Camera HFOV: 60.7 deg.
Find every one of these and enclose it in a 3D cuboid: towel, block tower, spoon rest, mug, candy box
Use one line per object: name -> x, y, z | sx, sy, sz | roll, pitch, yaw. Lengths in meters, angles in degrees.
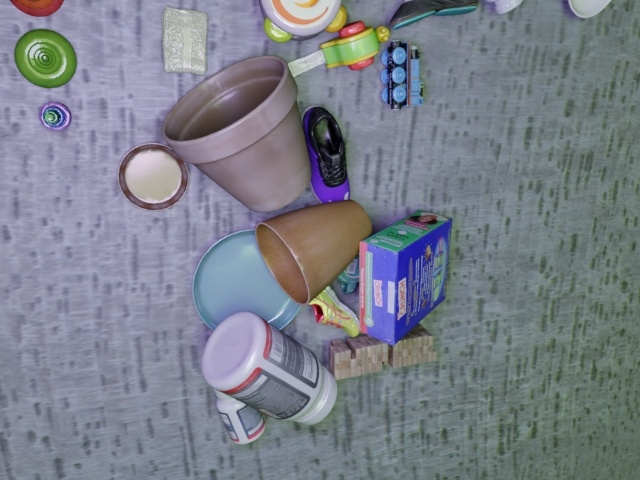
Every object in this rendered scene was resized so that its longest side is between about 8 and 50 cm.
towel -> -0.324, -0.473, 1.304 | 0.109, 0.027, 0.148 | 0, 104, -18
block tower -> 0.186, 0.334, 1.662 | 0.335, 0.091, 0.097 | -5, 107, -18
spoon rest -> 0.835, -0.759, 1.595 | 0.276, 0.084, 0.137 | -35, 112, -8
mug -> 0.089, 0.068, 1.552 | 0.129, 0.097, 0.158 | -37, 112, -7
candy box -> 0.236, 0.091, 1.504 | 0.317, 0.122, 0.268 | -27, 124, -49

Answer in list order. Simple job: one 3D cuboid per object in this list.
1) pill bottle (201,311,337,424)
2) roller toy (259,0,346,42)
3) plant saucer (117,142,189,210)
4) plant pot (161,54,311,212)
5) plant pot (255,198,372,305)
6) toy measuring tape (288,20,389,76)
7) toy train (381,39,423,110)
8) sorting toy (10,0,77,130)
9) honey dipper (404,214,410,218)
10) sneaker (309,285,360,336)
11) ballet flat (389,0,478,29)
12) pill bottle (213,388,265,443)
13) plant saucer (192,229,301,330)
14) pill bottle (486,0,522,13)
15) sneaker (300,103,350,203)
pill bottle -> -0.124, 0.358, 1.470 | 0.210, 0.210, 0.363 | -49, 128, -1
roller toy -> -0.048, -0.582, 1.304 | 0.209, 0.146, 0.191 | -15, 104, -4
plant saucer -> -0.414, -0.158, 1.357 | 0.168, 0.029, 0.169 | -5, 107, -17
plant pot -> -0.160, -0.230, 1.300 | 0.323, 0.323, 0.280 | -38, 129, -6
plant pot -> 0.000, 0.000, 1.408 | 0.254, 0.237, 0.237 | -32, 113, -22
toy measuring tape -> 0.037, -0.468, 1.380 | 0.330, 0.121, 0.122 | -26, 111, -11
toy train -> 0.223, -0.445, 1.475 | 0.105, 0.080, 0.184 | -9, 105, -26
sorting toy -> -0.600, -0.418, 1.171 | 0.126, 0.126, 0.366 | -7, 106, -17
honey dipper -> 0.205, -0.018, 1.609 | 0.160, 0.030, 0.031 | -34, 112, -3
sneaker -> 0.028, 0.214, 1.569 | 0.208, 0.081, 0.094 | 47, 61, -13
ballet flat -> 0.290, -0.631, 1.445 | 0.280, 0.095, 0.096 | -21, 101, -23
pill bottle -> -0.233, 0.472, 1.546 | 0.107, 0.108, 0.180 | -22, 110, -12
plant saucer -> -0.192, 0.120, 1.501 | 0.317, 0.043, 0.318 | -5, 107, -18
pill bottle -> 0.473, -0.713, 1.472 | 0.103, 0.103, 0.184 | -39, 113, -5
sneaker -> 0.021, -0.205, 1.430 | 0.102, 0.146, 0.294 | -21, 110, -12
